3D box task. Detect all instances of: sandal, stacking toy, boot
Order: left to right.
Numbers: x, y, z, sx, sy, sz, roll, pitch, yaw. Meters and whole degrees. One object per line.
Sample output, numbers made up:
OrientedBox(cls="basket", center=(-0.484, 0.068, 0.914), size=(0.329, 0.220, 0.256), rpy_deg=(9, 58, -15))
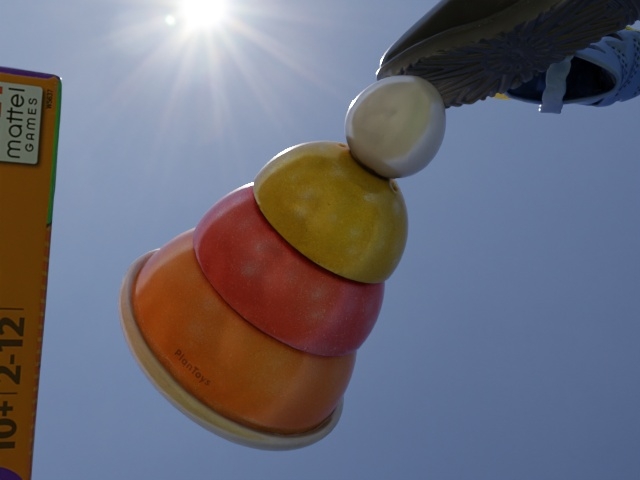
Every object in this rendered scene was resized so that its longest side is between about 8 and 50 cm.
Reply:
OrientedBox(cls="stacking toy", center=(0.000, 0.000, 1.084), size=(0.350, 0.351, 0.480), rpy_deg=(51, -63, 22))
OrientedBox(cls="boot", center=(0.219, -0.426, 1.104), size=(0.367, 0.146, 0.445), rpy_deg=(-19, -114, 33))
OrientedBox(cls="sandal", center=(0.390, -0.239, 1.249), size=(0.138, 0.318, 0.126), rpy_deg=(-134, -142, -56))

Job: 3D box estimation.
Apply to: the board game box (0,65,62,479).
OrientedBox(cls="board game box", center=(-0.421, 0.029, 0.692), size=(0.356, 0.357, 0.356), rpy_deg=(-163, -102, -67))
